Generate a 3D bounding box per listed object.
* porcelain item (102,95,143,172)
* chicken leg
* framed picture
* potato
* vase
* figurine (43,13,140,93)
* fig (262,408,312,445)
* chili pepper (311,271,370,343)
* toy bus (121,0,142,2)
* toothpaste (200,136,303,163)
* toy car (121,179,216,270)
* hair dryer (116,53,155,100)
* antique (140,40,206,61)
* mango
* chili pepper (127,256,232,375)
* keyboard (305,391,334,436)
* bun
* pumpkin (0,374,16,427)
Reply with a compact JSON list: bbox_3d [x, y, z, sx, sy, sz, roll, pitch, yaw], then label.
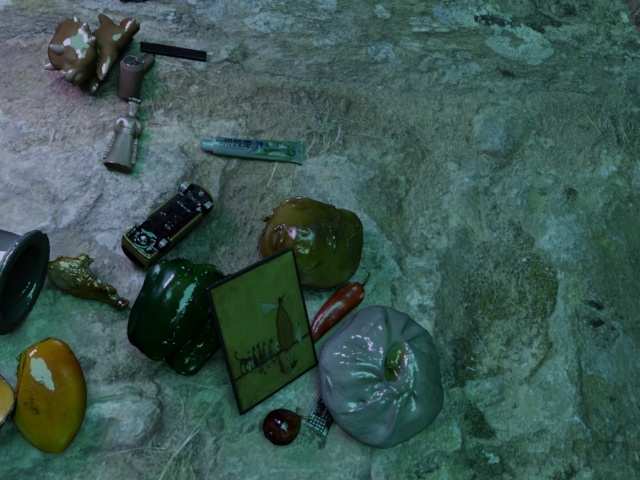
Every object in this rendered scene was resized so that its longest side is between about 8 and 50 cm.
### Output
[{"bbox_3d":[-0.521,-0.287,1.613,0.084,0.054,0.213,13,67,-15],"label":"porcelain item"},{"bbox_3d":[-0.550,0.098,1.442,0.207,0.085,0.101,32,77,-13],"label":"chicken leg"},{"bbox_3d":[-0.128,0.213,1.431,0.255,0.014,0.339,-26,115,-37],"label":"framed picture"},{"bbox_3d":[0.000,0.000,1.589,0.299,0.196,0.247,-6,73,-21],"label":"potato"},{"bbox_3d":[-0.789,0.056,1.318,0.291,0.245,0.245,16,66,-2],"label":"vase"},{"bbox_3d":[-0.625,-0.525,1.606,0.173,0.177,0.247,35,74,-22],"label":"figurine"},{"bbox_3d":[-0.077,0.445,1.464,0.125,0.089,0.089,-12,72,-48],"label":"fig"},{"bbox_3d":[0.051,0.177,1.606,0.272,0.063,0.071,-43,103,-23],"label":"chili pepper"},{"bbox_3d":[-0.479,-0.820,1.768,0.271,0.165,0.133,-20,77,-23],"label":"toy bus"},{"bbox_3d":[-0.191,-0.262,1.713,0.296,0.048,0.075,2,70,-19],"label":"toothpaste"},{"bbox_3d":[-0.383,-0.039,1.526,0.101,0.124,0.257,42,55,2],"label":"toy car"},{"bbox_3d":[-0.506,-0.483,1.677,0.064,0.117,0.182,23,45,-6],"label":"hair dryer"},{"bbox_3d":[-0.432,-0.555,1.765,0.192,0.015,0.031,5,70,-15],"label":"antique"},{"bbox_3d":[-0.594,0.338,1.311,0.153,0.126,0.252,-8,81,-30],"label":"mango"},{"bbox_3d":[-0.319,0.172,1.405,0.233,0.248,0.257,29,73,-18],"label":"chili pepper"},{"bbox_3d":[0.029,0.399,1.543,0.063,0.010,0.198,29,64,-3],"label":"keyboard"},{"bbox_3d":[0.169,0.338,1.502,0.354,0.194,0.355,7,69,-19],"label":"bun"},{"bbox_3d":[-0.791,0.357,1.261,0.312,0.148,0.169,12,31,-5],"label":"pumpkin"}]
